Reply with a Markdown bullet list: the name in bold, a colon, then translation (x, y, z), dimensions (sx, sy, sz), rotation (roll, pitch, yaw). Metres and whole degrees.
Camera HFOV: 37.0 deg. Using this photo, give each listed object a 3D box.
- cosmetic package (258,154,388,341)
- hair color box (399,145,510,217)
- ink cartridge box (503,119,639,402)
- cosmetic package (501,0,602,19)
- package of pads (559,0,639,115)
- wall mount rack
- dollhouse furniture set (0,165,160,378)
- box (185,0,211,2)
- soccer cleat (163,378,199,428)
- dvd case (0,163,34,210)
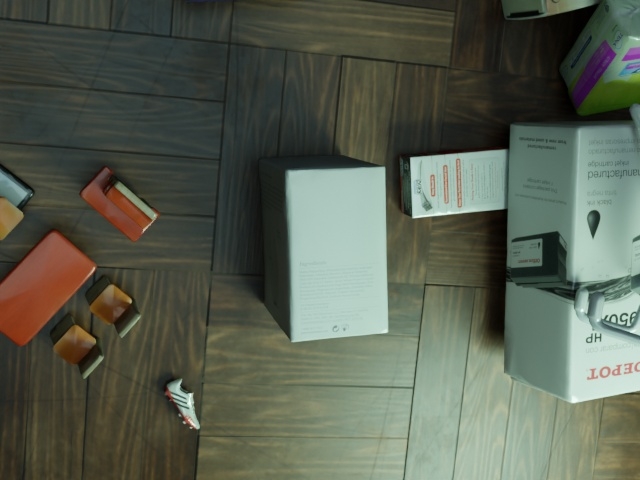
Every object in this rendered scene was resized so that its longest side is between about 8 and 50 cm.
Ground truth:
- **cosmetic package**: translation (0.000, 0.000, 1.321), dimensions (0.138, 0.224, 0.224), rotation (-5, 100, -12)
- **hair color box**: translation (0.207, -0.089, 1.444), dimensions (0.167, 0.053, 0.093), rotation (-6, 101, -14)
- **ink cartridge box**: translation (0.439, 0.020, 1.434), dimensions (0.286, 0.166, 0.394), rotation (-5, 100, -24)
- **cosmetic package**: translation (0.420, -0.416, 1.393), dimensions (0.296, 0.153, 0.129), rotation (-15, 103, -9)
- **package of pads**: translation (0.521, -0.294, 1.396), dimensions (0.297, 0.229, 0.101), rotation (-14, 71, -10)
- **wall mount rack**: translation (0.413, -0.026, 1.194), dimensions (0.130, 0.350, 0.304), rotation (19, 92, 10)
- **dollhouse furniture set**: translation (-0.341, 0.024, 1.278), dimensions (0.262, 0.135, 0.259), rotation (43, 87, -21)
- **box**: translation (-0.092, -0.448, 1.231), dimensions (0.184, 0.103, 0.261), rotation (-8, 135, -14)
- **soccer cleat**: translation (-0.198, 0.242, 1.415), dimensions (0.036, 0.029, 0.083), rotation (-34, 100, -2)
- **dvd case**: translation (-0.539, -0.026, 1.297), dimensions (0.180, 0.022, 0.253), rotation (40, 88, -15)
